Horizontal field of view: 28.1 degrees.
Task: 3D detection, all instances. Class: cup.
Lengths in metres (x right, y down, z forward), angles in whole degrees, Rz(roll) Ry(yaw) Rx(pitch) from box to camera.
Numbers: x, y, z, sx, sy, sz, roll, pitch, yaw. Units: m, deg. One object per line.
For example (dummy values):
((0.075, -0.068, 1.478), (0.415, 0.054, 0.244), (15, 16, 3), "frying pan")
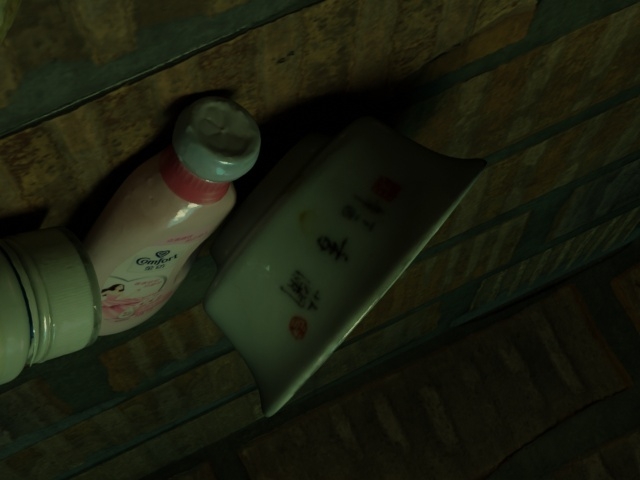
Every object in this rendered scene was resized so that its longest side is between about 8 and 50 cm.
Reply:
((0.000, 0.000, 1.324), (0.347, 0.163, 0.347), (-49, 178, -2), "cup")

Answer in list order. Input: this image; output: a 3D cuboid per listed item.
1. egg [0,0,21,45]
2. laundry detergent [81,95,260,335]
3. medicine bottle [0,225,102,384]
((-0.245, -0.132, 0.601), (0.233, 0.195, 0.195), (-36, 166, -16), "egg")
((-0.155, -0.018, 1.254), (0.159, 0.088, 0.335), (-24, 164, -39), "laundry detergent")
((-0.336, 0.072, 1.143), (0.258, 0.143, 0.143), (-13, 158, -36), "medicine bottle")
